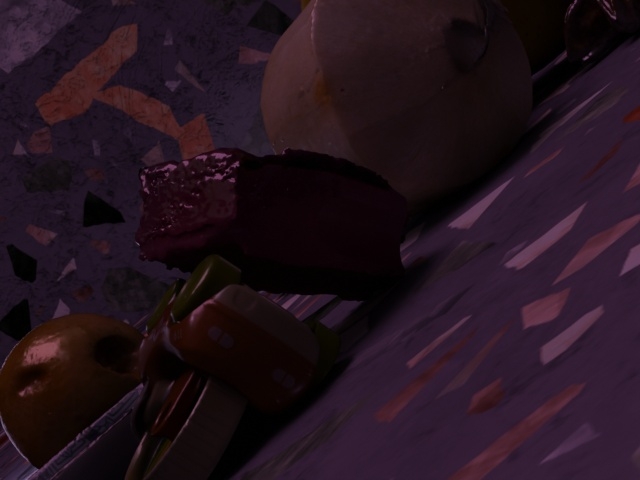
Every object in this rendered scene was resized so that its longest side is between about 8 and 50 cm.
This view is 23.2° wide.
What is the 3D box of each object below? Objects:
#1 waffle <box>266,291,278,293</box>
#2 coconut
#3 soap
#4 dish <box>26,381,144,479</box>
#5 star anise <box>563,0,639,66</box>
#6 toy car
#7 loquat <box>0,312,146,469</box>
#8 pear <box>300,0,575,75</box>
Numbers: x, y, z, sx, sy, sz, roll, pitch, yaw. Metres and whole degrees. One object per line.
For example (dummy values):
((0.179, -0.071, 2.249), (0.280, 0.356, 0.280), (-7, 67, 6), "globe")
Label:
((0.000, 0.001, 2.187), (0.219, 0.057, 0.229), (-39, 6, 6), "waffle")
((0.089, -0.178, 1.843), (0.323, 0.323, 0.323), (-39, 5, 4), "coconut")
((-0.027, -0.012, 1.542), (0.182, 0.112, 0.289), (-5, -12, 33), "soap")
((-0.212, 0.226, 1.642), (0.243, 0.080, 0.182), (-40, 5, -24), "dish")
((0.399, -0.318, 1.976), (0.229, 0.093, 0.236), (-44, 0, 19), "star anise")
((-0.111, 0.147, 1.424), (0.235, 0.145, 0.235), (-53, 11, 15), "toy car")
((-0.290, 0.187, 1.888), (0.213, 0.213, 0.213), (-39, 5, 4), "loquat")
((0.170, -0.361, 2.125), (0.418, 0.362, 0.362), (-11, 15, 18), "pear")
